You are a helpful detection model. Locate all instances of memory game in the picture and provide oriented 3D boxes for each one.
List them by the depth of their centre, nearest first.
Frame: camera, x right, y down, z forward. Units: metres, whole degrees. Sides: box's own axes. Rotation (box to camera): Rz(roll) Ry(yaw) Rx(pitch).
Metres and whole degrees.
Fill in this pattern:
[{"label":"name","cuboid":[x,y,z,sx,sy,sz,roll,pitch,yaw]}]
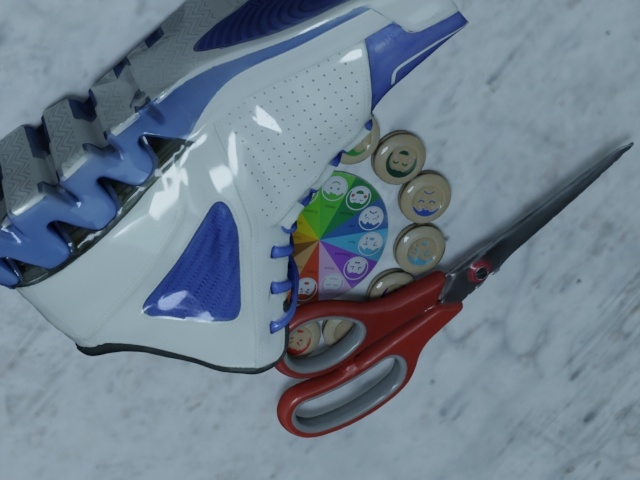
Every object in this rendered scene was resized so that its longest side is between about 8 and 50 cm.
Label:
[{"label":"memory game","cuboid":[0.000,0.000,0.941,0.186,0.012,0.186,-10,121,-17]}]

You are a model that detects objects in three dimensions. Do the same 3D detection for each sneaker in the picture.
[{"label":"sneaker","cuboid":[-0.047,-0.033,0.837,0.315,0.127,0.182,-33,123,6]}]

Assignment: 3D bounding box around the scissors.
[{"label":"scissors","cuboid":[0.095,0.036,0.985,0.297,0.021,0.109,-28,125,-9]}]
